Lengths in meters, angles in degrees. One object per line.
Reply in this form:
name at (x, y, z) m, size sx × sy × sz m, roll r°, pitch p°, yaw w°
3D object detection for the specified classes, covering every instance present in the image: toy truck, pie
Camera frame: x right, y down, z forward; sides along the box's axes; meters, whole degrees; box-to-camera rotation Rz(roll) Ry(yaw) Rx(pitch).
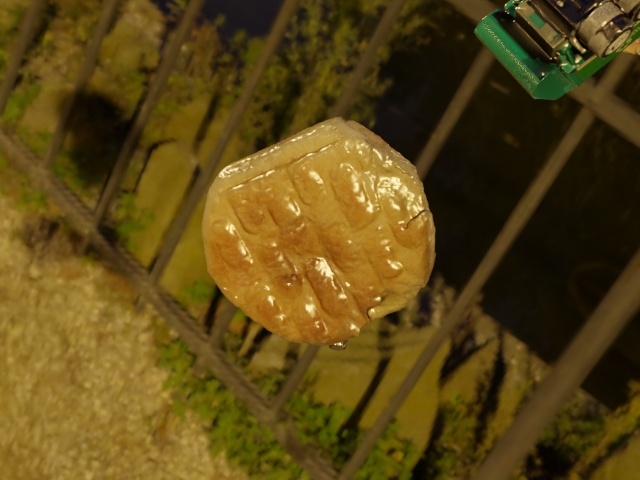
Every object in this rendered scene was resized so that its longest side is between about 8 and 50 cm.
toy truck at (0.250, -0.224, 1.000) m, size 0.114 × 0.253 × 0.124 m, roll 50°, pitch -6°, yaw 16°
pie at (0.000, 0.000, 0.957) m, size 0.195 × 0.195 × 0.046 m, roll 29°, pitch 24°, yaw 1°

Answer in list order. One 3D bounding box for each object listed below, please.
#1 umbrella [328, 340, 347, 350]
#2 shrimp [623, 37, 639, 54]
umbrella at (0.021, 0.062, 1.376) m, size 0.031 × 0.133 × 0.036 m, roll 0°, pitch -14°, yaw 12°
shrimp at (0.446, -0.296, 1.623) m, size 0.180 × 0.041 × 0.099 m, roll -12°, pitch 52°, yaw -31°
